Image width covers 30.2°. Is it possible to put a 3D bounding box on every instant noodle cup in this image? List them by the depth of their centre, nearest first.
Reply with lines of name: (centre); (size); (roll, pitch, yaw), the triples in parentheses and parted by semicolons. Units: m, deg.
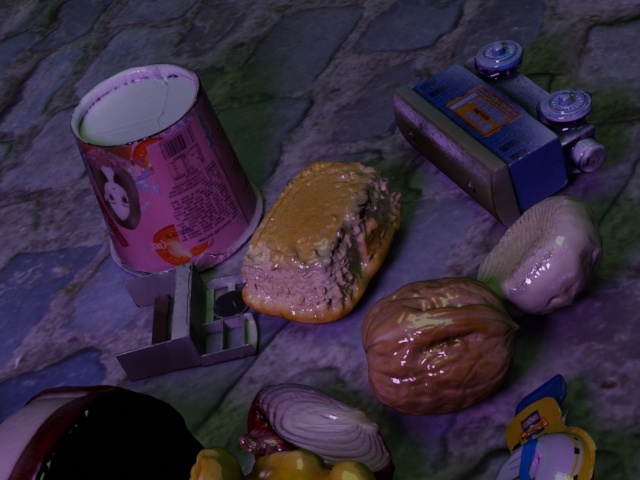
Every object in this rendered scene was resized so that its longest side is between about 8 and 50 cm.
instant noodle cup: (-0.228, -0.104, 1.696); (0.242, 0.231, 0.243); (-11, 41, 10)

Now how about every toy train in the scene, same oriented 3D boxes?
toy train: (0.250, -0.161, 1.661); (0.202, 0.131, 0.300); (-29, 40, -11)

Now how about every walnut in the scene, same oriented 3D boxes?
walnut: (0.139, 0.120, 1.365); (0.184, 0.155, 0.155); (-14, 40, 1)

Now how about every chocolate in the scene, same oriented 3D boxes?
chocolate: (-0.256, 0.293, 1.254); (0.186, 0.284, 0.284); (-8, 38, 36)

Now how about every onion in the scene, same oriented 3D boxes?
onion: (-0.016, 0.245, 1.312); (0.151, 0.098, 0.206); (-7, 26, -27)

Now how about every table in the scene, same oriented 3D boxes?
table: (-0.175, 0.100, 1.574); (0.175, 0.062, 0.146); (-15, 39, 8)

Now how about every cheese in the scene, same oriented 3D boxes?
cheese: (0.229, 0.235, 1.247); (0.156, 0.064, 0.250); (-43, 16, 28)

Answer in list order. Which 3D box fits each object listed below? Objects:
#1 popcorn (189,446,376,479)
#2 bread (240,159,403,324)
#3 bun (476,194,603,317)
popcorn: (-0.059, 0.329, 1.065); (0.290, 0.321, 0.325); (19, 33, 38)
bread: (0.000, 0.000, 1.576); (0.174, 0.121, 0.245); (1, 46, 32)
bun: (0.274, 0.033, 1.443); (0.183, 0.102, 0.183); (-47, 10, 11)
